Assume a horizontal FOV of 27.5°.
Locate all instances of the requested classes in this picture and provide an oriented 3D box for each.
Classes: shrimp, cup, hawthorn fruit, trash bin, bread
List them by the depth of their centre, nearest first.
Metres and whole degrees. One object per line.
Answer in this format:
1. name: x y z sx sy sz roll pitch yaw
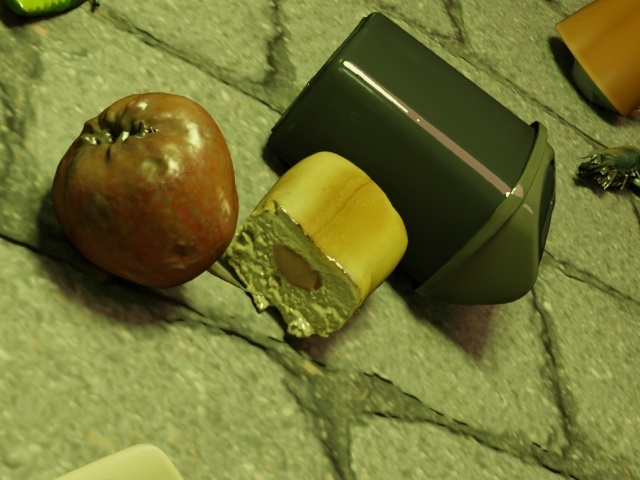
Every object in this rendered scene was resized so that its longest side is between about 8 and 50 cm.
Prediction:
1. hawthorn fruit: -0.132 -0.020 1.011 0.149 0.149 0.189 -55 142 -58
2. bread: -0.001 0.001 1.172 0.134 0.085 0.173 46 32 1
3. trash bin: 0.108 -0.077 1.312 0.290 0.182 0.209 39 32 -6
4. shrimp: 0.453 -0.052 1.837 0.262 0.051 0.198 -1 57 -56
5. cup: 0.511 -0.311 2.010 0.226 0.264 0.182 39 22 -38

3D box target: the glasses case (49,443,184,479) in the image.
1. glasses case: -0.074 0.290 0.773 0.336 0.076 0.144 56 31 11

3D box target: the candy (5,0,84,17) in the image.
1. candy: -0.298 -0.311 1.160 0.246 0.069 0.149 48 29 -3

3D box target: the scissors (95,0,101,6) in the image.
1. scissors: -0.185 -0.329 1.278 0.017 0.144 0.248 12 43 0
